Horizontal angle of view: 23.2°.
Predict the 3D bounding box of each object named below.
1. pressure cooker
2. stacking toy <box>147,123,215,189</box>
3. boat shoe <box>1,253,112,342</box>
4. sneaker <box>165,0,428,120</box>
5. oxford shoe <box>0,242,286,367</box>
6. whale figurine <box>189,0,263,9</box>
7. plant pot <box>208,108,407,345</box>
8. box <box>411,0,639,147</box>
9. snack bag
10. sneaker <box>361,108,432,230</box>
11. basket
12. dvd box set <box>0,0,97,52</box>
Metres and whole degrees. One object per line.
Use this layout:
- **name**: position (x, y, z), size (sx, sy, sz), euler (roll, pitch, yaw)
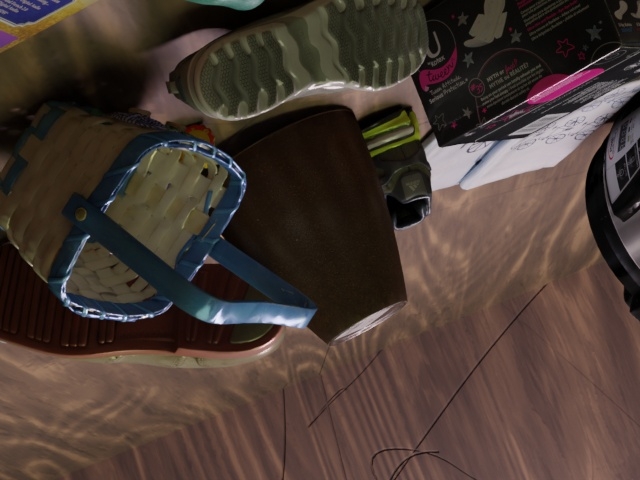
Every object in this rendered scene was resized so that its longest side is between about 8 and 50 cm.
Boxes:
- **pressure cooker**: position (0.596, -0.065, 2.272), size (0.369, 0.376, 0.420), euler (-16, 165, -35)
- **stacking toy**: position (-0.229, -0.054, 1.729), size (0.221, 0.052, 0.167), euler (-16, 164, -16)
- **boat shoe**: position (-0.330, 0.042, 1.907), size (0.226, 0.083, 0.076), euler (-36, 154, 9)
- **sneaker**: position (-0.021, -0.187, 1.493), size (0.281, 0.105, 0.115), euler (-16, -165, -32)
- **oxford shoe**: position (-0.235, 0.095, 1.826), size (0.397, 0.141, 0.146), euler (9, 159, 5)
- **whale figurine**: position (0.015, -0.209, 1.022), size (0.272, 0.141, 0.216), euler (-29, 165, 31)
- **plant pot**: position (0.000, 0.000, 1.842), size (0.215, 0.230, 0.215), euler (-27, 169, -6)
- **box**: position (0.232, -0.212, 1.610), size (0.163, 0.142, 0.247), euler (-10, 167, -47)
- **snack bag**: position (0.261, -0.139, 2.185), size (0.342, 0.037, 0.323), euler (-15, 165, -27)
- **sneaker**: position (0.083, -0.062, 2.019), size (0.111, 0.121, 0.300), euler (-20, 166, -7)
- **basket**: position (-0.158, -0.006, 1.497), size (0.201, 0.289, 0.255), euler (-54, 160, 8)
- **dvd box set**: position (-0.201, -0.234, 1.034), size (0.420, 0.062, 0.307), euler (-25, 166, 15)
